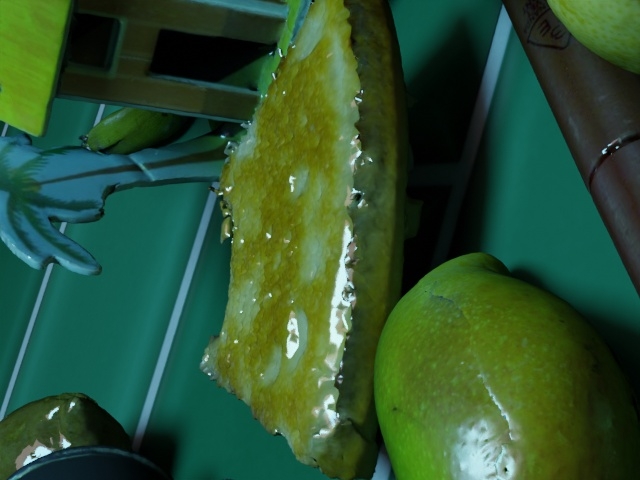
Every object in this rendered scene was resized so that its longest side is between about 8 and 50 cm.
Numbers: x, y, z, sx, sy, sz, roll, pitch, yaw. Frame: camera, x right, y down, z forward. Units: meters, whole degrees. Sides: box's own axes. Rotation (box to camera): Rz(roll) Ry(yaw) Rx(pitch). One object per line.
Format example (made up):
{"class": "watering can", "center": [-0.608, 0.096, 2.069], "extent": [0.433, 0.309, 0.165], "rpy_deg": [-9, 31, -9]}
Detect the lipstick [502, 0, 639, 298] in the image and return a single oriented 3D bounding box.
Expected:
{"class": "lipstick", "center": [0.150, -0.068, 0.623], "extent": [0.057, 0.057, 0.357], "rpy_deg": [-47, 38, 31]}

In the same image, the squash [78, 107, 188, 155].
{"class": "squash", "center": [-0.181, -0.112, 1.165], "extent": [0.183, 0.052, 0.052], "rpy_deg": [-14, 60, 52]}

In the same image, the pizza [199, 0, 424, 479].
{"class": "pizza", "center": [0.000, 0.000, 0.778], "extent": [0.223, 0.089, 0.323], "rpy_deg": [-31, 52, 59]}

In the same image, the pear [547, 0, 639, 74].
{"class": "pear", "center": [0.179, -0.175, 0.512], "extent": [0.209, 0.209, 0.209], "rpy_deg": [-34, 45, 43]}

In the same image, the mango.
{"class": "mango", "center": [0.088, 0.077, 0.585], "extent": [0.125, 0.111, 0.233], "rpy_deg": [-39, 28, 22]}

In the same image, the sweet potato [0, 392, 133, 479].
{"class": "sweet potato", "center": [-0.267, 0.247, 1.015], "extent": [0.422, 0.130, 0.130], "rpy_deg": [-44, 38, 43]}

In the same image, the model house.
{"class": "model house", "center": [-0.164, -0.179, 0.858], "extent": [0.340, 0.323, 0.300], "rpy_deg": [-109, 32, -52]}

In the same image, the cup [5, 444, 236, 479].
{"class": "cup", "center": [-0.130, 0.228, 0.802], "extent": [0.223, 0.169, 0.176], "rpy_deg": [-27, 30, 0]}
